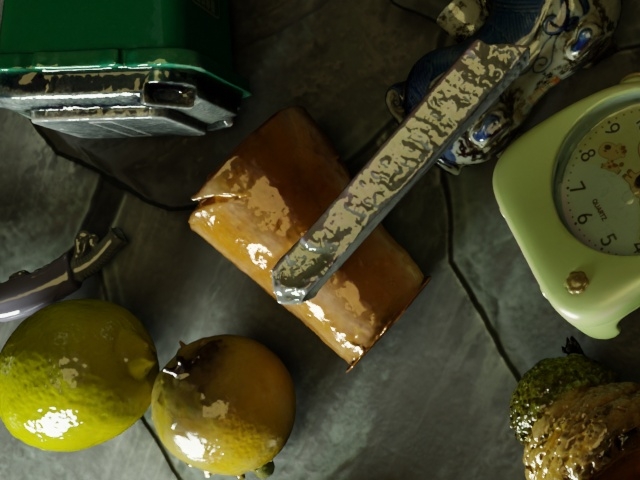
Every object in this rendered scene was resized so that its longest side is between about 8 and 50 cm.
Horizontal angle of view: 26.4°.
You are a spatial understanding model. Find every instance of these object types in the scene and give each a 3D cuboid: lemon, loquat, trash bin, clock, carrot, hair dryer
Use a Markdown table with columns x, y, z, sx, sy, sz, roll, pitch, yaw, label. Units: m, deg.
| x | y | z | sx | sy | sz | roll | pitch | yaw | label |
| --- | --- | --- | --- | --- | --- | --- | --- | --- | --- |
| -0.300 | 0.164 | 1.646 | 0.248 | 0.184 | 0.184 | -28 | 84 | 29 | lemon |
| -0.109 | 0.202 | 1.604 | 0.172 | 0.149 | 0.204 | -18 | 113 | 16 | loquat |
| -0.245 | -0.315 | 1.572 | 0.295 | 0.259 | 0.381 | 0 | 86 | 14 | trash bin |
| 0.349 | -0.059 | 1.425 | 0.308 | 0.096 | 0.235 | -33 | 56 | 17 | clock |
| 0.000 | 0.000 | 1.537 | 0.254 | 0.196 | 0.196 | 44 | 105 | 8 | carrot |
| -0.416 | 0.028 | 1.738 | 0.361 | 0.121 | 0.301 | -14 | 80 | 9 | hair dryer |

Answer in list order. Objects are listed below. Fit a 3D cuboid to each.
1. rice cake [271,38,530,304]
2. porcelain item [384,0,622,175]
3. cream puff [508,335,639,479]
| x | y | z | sx | sy | sz | roll | pitch | yaw | label |
| --- | --- | --- | --- | --- | --- | --- | --- | --- | --- |
| 0.077 | -0.073 | 1.408 | 0.056 | 0.073 | 0.365 | 43 | 100 | 10 | rice cake |
| 0.192 | -0.216 | 1.487 | 0.288 | 0.138 | 0.186 | -46 | 76 | 14 | porcelain item |
| 0.286 | 0.194 | 1.477 | 0.183 | 0.183 | 0.169 | -44 | 51 | 15 | cream puff |
